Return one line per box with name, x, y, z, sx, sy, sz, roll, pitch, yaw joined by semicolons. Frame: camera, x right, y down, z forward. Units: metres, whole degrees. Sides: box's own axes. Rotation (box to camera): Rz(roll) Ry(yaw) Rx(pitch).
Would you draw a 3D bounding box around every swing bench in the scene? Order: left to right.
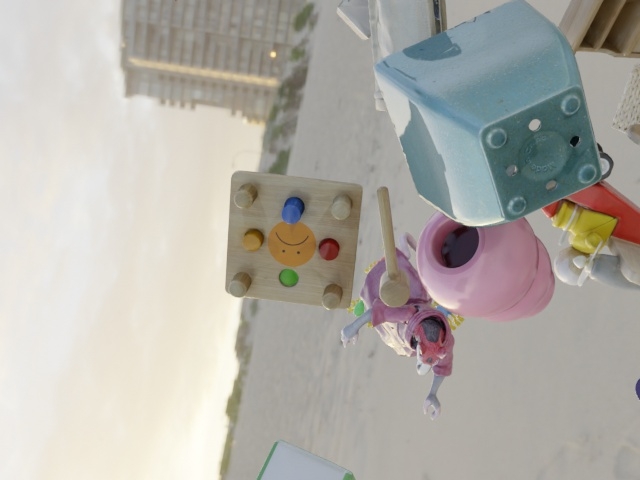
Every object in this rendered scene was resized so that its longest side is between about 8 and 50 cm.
swing bench;0.170;-0.355;1.453;0.254;0.165;0.253;-21;-71;-55

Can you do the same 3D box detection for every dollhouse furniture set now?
dollhouse furniture set;0.686;-0.355;1.679;0.394;0.256;0.362;60;143;39

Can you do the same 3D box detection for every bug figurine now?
bug figurine;0.197;0.139;2.057;0.216;0.279;0.072;-46;-28;-24

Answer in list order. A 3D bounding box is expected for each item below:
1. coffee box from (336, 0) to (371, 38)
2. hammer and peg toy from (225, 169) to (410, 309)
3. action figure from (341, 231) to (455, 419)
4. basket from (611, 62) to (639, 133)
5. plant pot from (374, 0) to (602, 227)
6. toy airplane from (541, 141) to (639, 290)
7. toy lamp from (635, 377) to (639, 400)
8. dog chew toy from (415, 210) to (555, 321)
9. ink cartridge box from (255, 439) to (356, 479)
coffee box;0.115;-0.528;1.909;0.141;0.098;0.246;-45;8;10
hammer and peg toy;0.000;0.000;1.660;0.127;0.361;0.266;-71;-14;-70
action figure;0.208;0.171;1.760;0.276;0.248;0.370;-49;14;-2
basket;0.753;-0.321;1.989;0.113;0.103;0.167;-26;-46;-54
plant pot;0.256;-0.156;1.205;0.252;0.248;0.247;-118;4;-61
toy airplane;0.633;0.001;1.870;0.272;0.386;0.384;-50;51;18
toy lamp;0.705;0.254;1.758;0.274;0.080;0.080;-22;-55;-55
dog chew toy;0.309;0.050;1.514;0.332;0.206;0.207;26;-111;-51
ink cartridge box;-0.027;0.415;1.156;0.201;0.117;0.278;-63;-22;-23
